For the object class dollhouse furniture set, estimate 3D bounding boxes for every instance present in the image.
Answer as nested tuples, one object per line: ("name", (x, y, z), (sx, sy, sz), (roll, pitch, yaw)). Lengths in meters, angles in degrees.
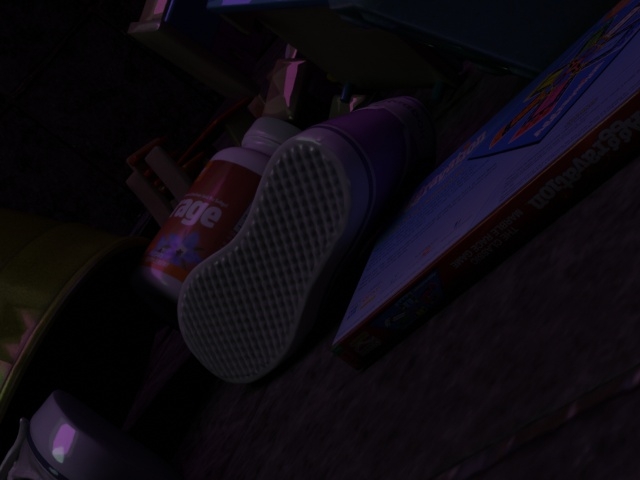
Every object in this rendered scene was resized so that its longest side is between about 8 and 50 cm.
("dollhouse furniture set", (0.030, -0.230, 1.118), (0.303, 0.286, 0.198), (6, 73, 44))
("dollhouse furniture set", (-0.170, -0.130, 1.728), (0.262, 0.135, 0.259), (-40, 1, -36))

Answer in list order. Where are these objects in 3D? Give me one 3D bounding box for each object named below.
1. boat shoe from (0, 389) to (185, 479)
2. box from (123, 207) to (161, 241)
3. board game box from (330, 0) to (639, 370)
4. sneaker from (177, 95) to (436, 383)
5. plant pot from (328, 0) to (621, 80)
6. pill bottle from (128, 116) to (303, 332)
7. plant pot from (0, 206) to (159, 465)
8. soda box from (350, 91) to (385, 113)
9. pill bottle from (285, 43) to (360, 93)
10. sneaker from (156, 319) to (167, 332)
("boat shoe", (-0.211, 0.214, 0.982), (0.156, 0.136, 0.367), (-55, 8, -12))
("box", (-0.264, 0.032, 1.882), (0.184, 0.103, 0.261), (-37, 19, 47))
("board game box", (0.112, -0.041, 0.718), (0.281, 0.027, 0.145), (-44, 15, 42))
("sneaker", (0.001, 0.001, 0.946), (0.161, 0.102, 0.282), (-35, -11, -46))
("plant pot", (0.118, -0.245, 0.802), (0.248, 0.247, 0.252), (-123, 52, -79))
("pill bottle", (-0.083, -0.013, 1.200), (0.216, 0.121, 0.121), (-57, 11, -21))
("plant pot", (-0.398, 0.103, 1.210), (0.366, 0.353, 0.366), (22, -90, -80))
("soda box", (0.016, -0.046, 1.071), (0.169, 0.053, 0.060), (-57, 11, -17))
("pill bottle", (0.031, -0.235, 1.442), (0.119, 0.119, 0.208), (-55, 11, -12))
("sneaker", (-0.180, 0.021, 1.619), (0.121, 0.079, 0.217), (-44, 12, 45))
